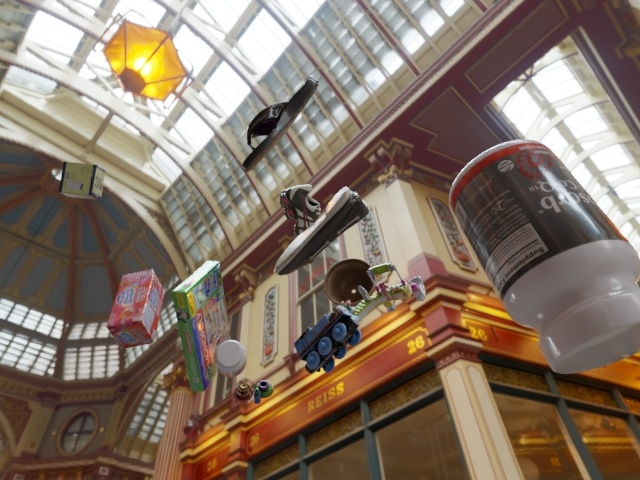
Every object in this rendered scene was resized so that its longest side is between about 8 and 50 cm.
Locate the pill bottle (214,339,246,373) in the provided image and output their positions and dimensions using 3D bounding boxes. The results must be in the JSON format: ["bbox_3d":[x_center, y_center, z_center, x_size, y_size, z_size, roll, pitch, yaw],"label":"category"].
[{"bbox_3d":[-0.246,0.322,1.180,0.087,0.087,0.160,3,-23,-8],"label":"pill bottle"}]

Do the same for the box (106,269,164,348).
[{"bbox_3d":[-0.658,0.242,1.553,0.122,0.257,0.128,-10,-50,-1],"label":"box"}]

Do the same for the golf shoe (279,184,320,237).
[{"bbox_3d":[-0.044,-0.069,1.507,0.120,0.105,0.273,-21,-55,7],"label":"golf shoe"}]

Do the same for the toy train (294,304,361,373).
[{"bbox_3d":[0.018,0.235,1.034,0.080,0.105,0.184,27,-69,-38],"label":"toy train"}]

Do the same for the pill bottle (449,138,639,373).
[{"bbox_3d":[0.380,0.018,0.726,0.209,0.363,0.210,-9,-39,-7],"label":"pill bottle"}]

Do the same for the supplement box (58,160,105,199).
[{"bbox_3d":[-0.620,-0.155,1.123,0.083,0.084,0.056,6,-7,-4],"label":"supplement box"}]

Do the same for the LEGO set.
[{"bbox_3d":[0.134,0.148,1.161,0.286,0.132,0.107,-27,-72,13],"label":"LEGO set"}]

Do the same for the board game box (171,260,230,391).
[{"bbox_3d":[-0.342,0.248,1.278,0.046,0.213,0.318,0,-70,11],"label":"board game box"}]

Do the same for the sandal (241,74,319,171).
[{"bbox_3d":[-0.162,-0.413,1.489,0.107,0.446,0.167,36,-24,-8],"label":"sandal"}]

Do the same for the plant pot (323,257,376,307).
[{"bbox_3d":[0.141,0.206,1.940,0.237,0.238,0.110,-15,-37,9],"label":"plant pot"}]

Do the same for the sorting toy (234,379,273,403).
[{"bbox_3d":[-0.165,0.374,1.082,0.101,0.061,0.042,-8,-62,-25],"label":"sorting toy"}]

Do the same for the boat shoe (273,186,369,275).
[{"bbox_3d":[0.000,0.000,1.205,0.095,0.112,0.335,38,-69,-16],"label":"boat shoe"}]
